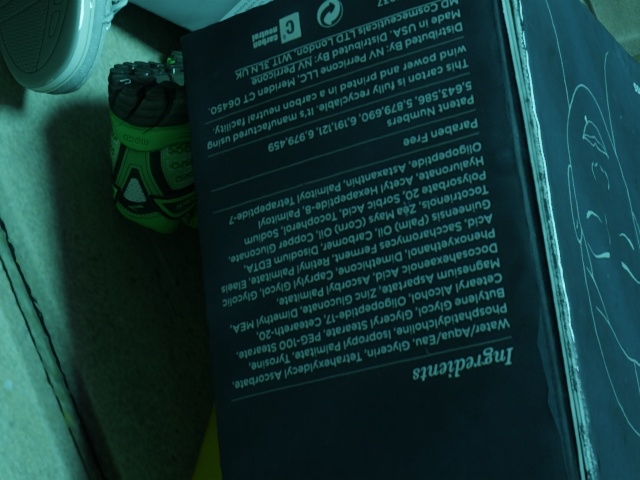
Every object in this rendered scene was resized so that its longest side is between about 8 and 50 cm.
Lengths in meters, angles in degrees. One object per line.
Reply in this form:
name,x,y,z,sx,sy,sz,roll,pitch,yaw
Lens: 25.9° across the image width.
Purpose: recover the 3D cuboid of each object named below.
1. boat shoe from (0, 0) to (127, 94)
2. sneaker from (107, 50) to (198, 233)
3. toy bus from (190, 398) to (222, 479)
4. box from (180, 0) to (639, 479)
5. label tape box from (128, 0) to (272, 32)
boat shoe,-0.211,-0.253,1.222,0.103,0.118,0.320,31,39,-41
sneaker,-0.113,-0.096,1.305,0.343,0.134,0.146,-29,133,-67
toy bus,-0.031,0.182,1.244,0.130,0.108,0.332,48,36,-29
box,0.145,0.069,1.174,0.480,0.297,0.471,23,55,-58
label tape box,-0.046,-0.295,1.430,0.348,0.115,0.249,20,43,-38
